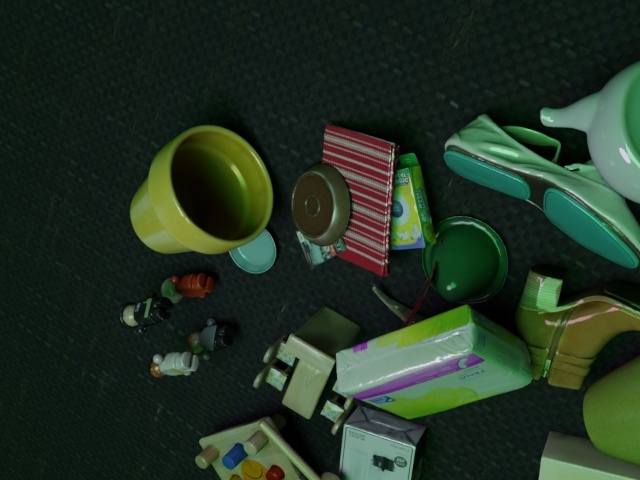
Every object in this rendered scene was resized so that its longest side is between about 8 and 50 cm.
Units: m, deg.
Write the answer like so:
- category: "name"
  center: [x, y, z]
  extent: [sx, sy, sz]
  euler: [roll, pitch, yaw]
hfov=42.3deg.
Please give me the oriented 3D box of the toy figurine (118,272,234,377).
- category: "toy figurine"
  center: [-0.320, 0.191, 1.846]
  extent: [0.148, 0.213, 0.209]
  euler: [-14, 105, 39]

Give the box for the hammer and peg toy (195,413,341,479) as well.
- category: "hammer and peg toy"
  center: [-0.107, 0.517, 1.886]
  extent: [0.361, 0.127, 0.266]
  euler: [-27, 96, 40]

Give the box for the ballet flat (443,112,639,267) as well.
- category: "ballet flat"
  center: [0.400, -0.106, 1.409]
  extent: [0.400, 0.139, 0.139]
  euler: [33, 120, 25]

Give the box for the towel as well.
- category: "towel"
  center: [0.072, -0.080, 1.624]
  extent: [0.199, 0.031, 0.274]
  euler: [24, 119, 44]

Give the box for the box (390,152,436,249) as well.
- category: "box"
  center: [0.155, -0.073, 1.591]
  extent: [0.105, 0.043, 0.179]
  euler: [-6, 98, 46]

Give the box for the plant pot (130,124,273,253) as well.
- category: "plant pot"
  center: [-0.266, -0.081, 1.712]
  extent: [0.239, 0.254, 0.254]
  euler: [-22, 98, 47]

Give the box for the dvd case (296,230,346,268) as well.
- category: "dvd case"
  center: [0.000, 0.000, 1.700]
  extent: [0.119, 0.013, 0.087]
  euler: [-32, 77, 48]

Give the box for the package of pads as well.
- category: "package of pads"
  center: [0.213, 0.235, 1.530]
  extent: [0.296, 0.229, 0.101]
  euler: [-24, 53, 33]

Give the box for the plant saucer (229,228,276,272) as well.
- category: "plant saucer"
  center: [-0.146, 0.012, 1.803]
  extent: [0.119, 0.021, 0.119]
  euler: [8, 112, 22]

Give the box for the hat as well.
- category: "hat"
  center: [0.241, 0.079, 1.546]
  extent: [0.173, 0.183, 0.208]
  euler: [13, 114, 23]

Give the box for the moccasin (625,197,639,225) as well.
- category: "moccasin"
  center: [0.646, 0.003, 1.349]
  extent: [0.342, 0.138, 0.116]
  euler: [18, 123, 18]

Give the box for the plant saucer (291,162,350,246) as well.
- category: "plant saucer"
  center: [-0.008, -0.071, 1.660]
  extent: [0.168, 0.029, 0.168]
  euler: [6, 98, 47]

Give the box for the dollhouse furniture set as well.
- category: "dollhouse furniture set"
  center: [-0.023, 0.285, 1.764]
  extent: [0.212, 0.161, 0.242]
  euler: [29, 118, 13]

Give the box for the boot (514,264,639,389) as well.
- category: "boot"
  center: [0.491, 0.182, 1.507]
  extent: [0.283, 0.109, 0.220]
  euler: [13, 113, 23]

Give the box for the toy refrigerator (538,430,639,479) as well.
- category: "toy refrigerator"
  center: [0.563, 0.459, 1.582]
  extent: [0.270, 0.102, 0.094]
  euler: [9, 113, 22]

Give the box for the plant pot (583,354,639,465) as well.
- category: "plant pot"
  center: [0.618, 0.289, 1.425]
  extent: [0.293, 0.275, 0.274]
  euler: [-23, 98, 47]

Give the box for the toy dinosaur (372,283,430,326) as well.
- category: "toy dinosaur"
  center: [0.205, 0.200, 1.685]
  extent: [0.268, 0.064, 0.118]
  euler: [29, 112, 16]

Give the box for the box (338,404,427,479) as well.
- category: "box"
  center: [0.129, 0.527, 1.824]
  extent: [0.169, 0.087, 0.290]
  euler: [13, 113, 21]

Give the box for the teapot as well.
- category: "teapot"
  center: [0.528, -0.157, 1.308]
  extent: [0.252, 0.187, 0.256]
  euler: [-24, 84, -12]
